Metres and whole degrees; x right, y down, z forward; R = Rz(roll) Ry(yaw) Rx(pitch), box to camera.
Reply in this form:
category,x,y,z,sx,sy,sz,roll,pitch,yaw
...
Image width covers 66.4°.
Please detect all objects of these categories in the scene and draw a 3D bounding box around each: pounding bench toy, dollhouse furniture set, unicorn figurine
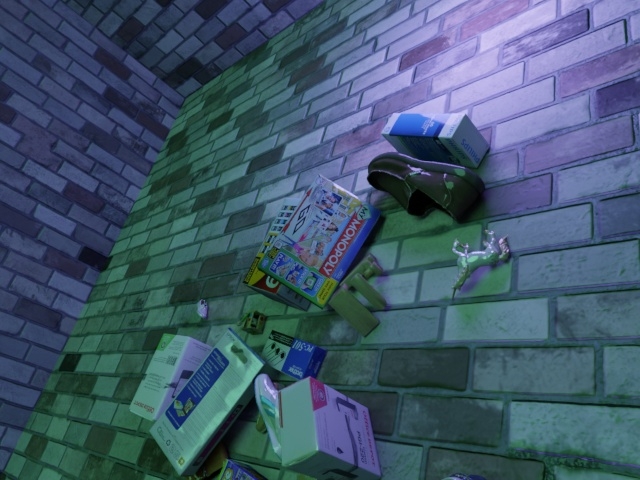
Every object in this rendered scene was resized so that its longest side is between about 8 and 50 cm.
category,x,y,z,sx,sy,sz,roll,pitch,yaw
pounding bench toy,-0.217,0.245,1.513,0.052,0.083,0.065,-15,51,42
dollhouse furniture set,0.121,0.135,1.265,0.144,0.123,0.151,-46,1,11
unicorn figurine,0.333,0.043,1.066,0.161,0.060,0.111,-31,41,30

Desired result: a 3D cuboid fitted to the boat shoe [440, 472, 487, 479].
category,x,y,z,sx,sy,sz,roll,pitch,yaw
boat shoe,0.193,0.479,0.839,0.095,0.079,0.255,56,128,42

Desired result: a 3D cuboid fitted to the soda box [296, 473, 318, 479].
category,x,y,z,sx,sy,sz,roll,pitch,yaw
soda box,-0.034,0.586,1.036,0.058,0.061,0.181,-1,61,49

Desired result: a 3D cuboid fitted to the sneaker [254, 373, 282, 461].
category,x,y,z,sx,sy,sz,roll,pitch,yaw
sneaker,-0.095,0.426,1.208,0.092,0.087,0.229,-29,54,-3

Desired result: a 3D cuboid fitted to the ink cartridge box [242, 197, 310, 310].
category,x,y,z,sx,sy,sz,roll,pitch,yaw
ink cartridge box,-0.097,0.032,1.514,0.271,0.130,0.310,7,67,52

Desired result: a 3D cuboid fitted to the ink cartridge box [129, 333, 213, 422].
category,x,y,z,sx,sy,sz,roll,pitch,yaw
ink cartridge box,-0.494,0.462,1.626,0.198,0.114,0.273,-6,57,47

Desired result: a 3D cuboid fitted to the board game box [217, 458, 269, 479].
category,x,y,z,sx,sy,sz,roll,pitch,yaw
board game box,-0.202,0.718,1.106,0.233,0.078,0.347,2,63,50

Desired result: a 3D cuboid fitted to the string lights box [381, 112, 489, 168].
category,x,y,z,sx,sy,sz,roll,pitch,yaw
string lights box,0.299,-0.268,1.301,0.259,0.133,0.077,21,77,54

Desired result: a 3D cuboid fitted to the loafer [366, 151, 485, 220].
category,x,y,z,sx,sy,sz,roll,pitch,yaw
loafer,0.237,-0.137,1.263,0.365,0.133,0.130,19,76,54

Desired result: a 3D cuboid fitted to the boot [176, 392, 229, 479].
category,x,y,z,sx,sy,sz,roll,pitch,yaw
boot,-0.305,0.510,1.392,0.264,0.096,0.280,-34,45,7

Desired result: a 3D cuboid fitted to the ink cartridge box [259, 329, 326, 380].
category,x,y,z,sx,sy,sz,roll,pitch,yaw
ink cartridge box,-0.080,0.314,1.330,0.207,0.046,0.097,6,68,51

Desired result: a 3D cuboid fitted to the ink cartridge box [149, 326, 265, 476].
category,x,y,z,sx,sy,sz,roll,pitch,yaw
ink cartridge box,-0.304,0.442,1.357,0.175,0.069,0.371,35,88,35

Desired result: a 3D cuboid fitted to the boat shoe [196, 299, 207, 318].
category,x,y,z,sx,sy,sz,roll,pitch,yaw
boat shoe,-0.434,0.250,1.806,0.035,0.035,0.100,-52,28,7

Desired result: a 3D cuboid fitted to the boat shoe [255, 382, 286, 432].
category,x,y,z,sx,sy,sz,roll,pitch,yaw
boat shoe,-0.141,0.440,1.296,0.050,0.045,0.135,6,66,51

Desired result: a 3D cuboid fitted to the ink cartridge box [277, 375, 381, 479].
category,x,y,z,sx,sy,sz,roll,pitch,yaw
ink cartridge box,0.019,0.397,0.997,0.092,0.218,0.159,-31,41,20

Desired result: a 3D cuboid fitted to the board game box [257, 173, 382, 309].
category,x,y,z,sx,sy,sz,roll,pitch,yaw
board game box,0.000,0.000,1.357,0.317,0.213,0.046,-58,-6,-12
